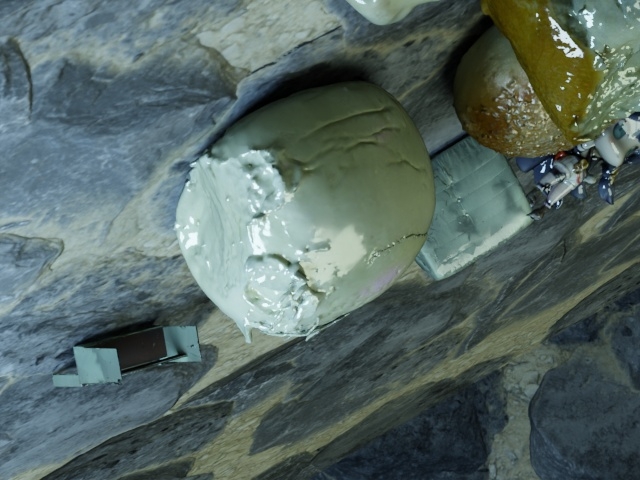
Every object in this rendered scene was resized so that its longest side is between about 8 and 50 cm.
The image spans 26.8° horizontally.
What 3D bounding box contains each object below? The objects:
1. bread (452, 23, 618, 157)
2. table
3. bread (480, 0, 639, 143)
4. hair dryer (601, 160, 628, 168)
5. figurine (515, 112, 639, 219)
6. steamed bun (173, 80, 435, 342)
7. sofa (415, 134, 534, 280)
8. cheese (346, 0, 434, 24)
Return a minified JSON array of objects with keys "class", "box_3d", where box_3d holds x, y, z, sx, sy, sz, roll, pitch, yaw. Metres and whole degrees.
[{"class":"bread","box_3d":[0.323,-0.221,1.768,0.305,0.158,0.305,-25,156,-12]},{"class":"table","box_3d":[-0.283,0.167,1.937,0.146,0.062,0.175,-13,-174,-44]},{"class":"bread","box_3d":[0.315,-0.275,1.483,0.225,0.250,0.279,-28,159,-1]},{"class":"hair dryer","box_3d":[0.577,-0.158,2.541,0.079,0.031,0.083,-30,172,29]},{"class":"figurine","box_3d":[0.393,-0.162,1.980,0.265,0.197,0.175,-21,163,-2]},{"class":"steamed bun","box_3d":[0.003,-0.027,1.649,0.312,0.233,0.334,-23,161,-23]},{"class":"sofa","box_3d":[0.201,-0.064,2.103,0.210,0.176,0.225,-32,-170,1]},{"class":"cheese","box_3d":[0.133,-0.340,1.251,0.318,0.115,0.326,-8,152,-50]}]
